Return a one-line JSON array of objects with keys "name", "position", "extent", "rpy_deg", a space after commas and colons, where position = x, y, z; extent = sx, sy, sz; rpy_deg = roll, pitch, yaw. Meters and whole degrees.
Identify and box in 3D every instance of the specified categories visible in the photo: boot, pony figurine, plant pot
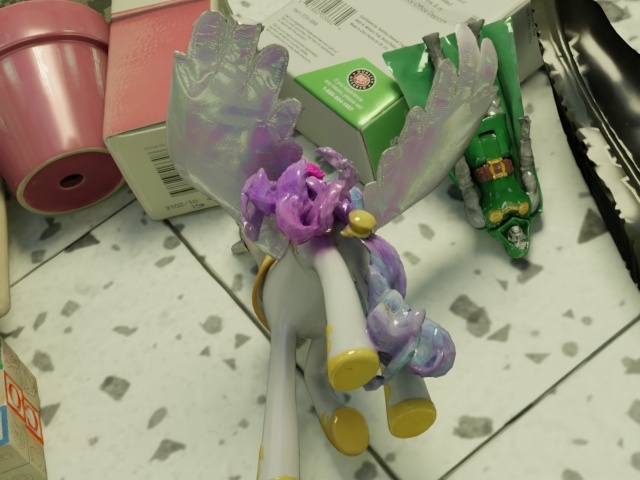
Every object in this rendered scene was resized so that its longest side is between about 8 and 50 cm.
[{"name": "boot", "position": [0.366, -0.131, 1.062], "extent": [0.260, 0.131, 0.348], "rpy_deg": [-22, 64, 8]}, {"name": "pony figurine", "position": [0.000, 0.000, 0.977], "extent": [0.302, 0.351, 0.363], "rpy_deg": [5, 46, -22]}, {"name": "plant pot", "position": [-0.300, -0.137, 1.253], "extent": [0.201, 0.201, 0.180], "rpy_deg": [-24, 66, -2]}]

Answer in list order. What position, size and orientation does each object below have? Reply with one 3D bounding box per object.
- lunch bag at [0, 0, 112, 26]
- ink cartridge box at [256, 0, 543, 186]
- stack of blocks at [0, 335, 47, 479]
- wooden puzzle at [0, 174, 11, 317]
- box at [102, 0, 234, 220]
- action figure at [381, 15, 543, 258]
[{"name": "lunch bag", "position": [-0.402, -0.318, 1.412], "extent": [0.305, 0.212, 0.256], "rpy_deg": [-27, 34, -5]}, {"name": "ink cartridge box", "position": [0.097, -0.218, 1.224], "extent": [0.289, 0.121, 0.211], "rpy_deg": [-38, 53, -13]}, {"name": "stack of blocks", "position": [-0.427, 0.198, 1.090], "extent": [0.297, 0.087, 0.171], "rpy_deg": [-21, 50, 1]}, {"name": "wooden puzzle", "position": [-0.487, 0.032, 1.169], "extent": [0.322, 0.080, 0.348], "rpy_deg": [-23, 31, -2]}, {"name": "box", "position": [-0.153, -0.162, 1.241], "extent": [0.126, 0.149, 0.232], "rpy_deg": [-13, 50, 9]}, {"name": "action figure", "position": [0.161, -0.094, 1.089], "extent": [0.137, 0.063, 0.232], "rpy_deg": [-18, 89, -4]}]
